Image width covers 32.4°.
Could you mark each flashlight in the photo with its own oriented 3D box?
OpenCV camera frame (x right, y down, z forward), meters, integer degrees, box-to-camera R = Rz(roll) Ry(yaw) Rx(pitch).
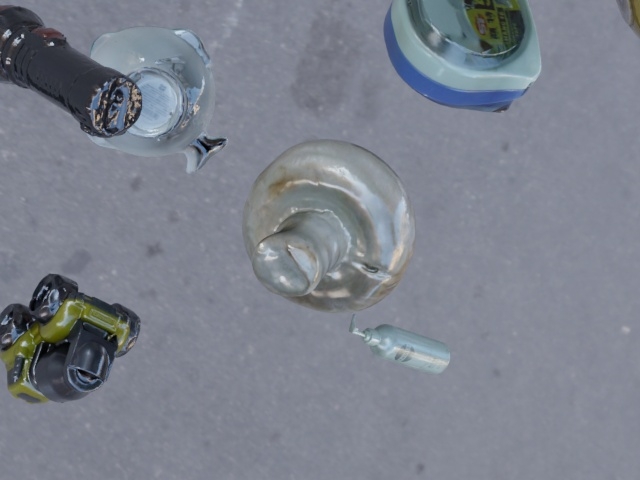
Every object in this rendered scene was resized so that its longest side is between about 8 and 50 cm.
[{"bbox_3d":[-0.276,-0.178,1.151,0.093,0.232,0.093,-26,130,-36],"label":"flashlight"}]

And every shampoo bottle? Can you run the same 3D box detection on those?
[{"bbox_3d":[0.116,0.161,1.691,0.195,0.056,0.056,20,95,-38],"label":"shampoo bottle"}]

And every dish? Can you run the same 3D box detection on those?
[{"bbox_3d":[-0.240,-0.198,1.608,0.224,0.078,0.246,-40,110,8],"label":"dish"}]

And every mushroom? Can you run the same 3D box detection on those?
[{"bbox_3d":[0.000,0.000,1.426,0.243,0.243,0.243,-15,116,-33],"label":"mushroom"}]

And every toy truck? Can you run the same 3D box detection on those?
[{"bbox_3d":[-0.369,0.162,1.549,0.147,0.224,0.165,31,48,-32],"label":"toy truck"}]

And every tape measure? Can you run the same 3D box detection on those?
[{"bbox_3d":[0.244,-0.368,1.908,0.262,0.138,0.259,-1,64,-24],"label":"tape measure"}]

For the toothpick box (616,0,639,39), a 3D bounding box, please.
[{"bbox_3d":[0.633,-0.433,1.635,0.425,0.409,0.409,-12,116,-52],"label":"toothpick box"}]
